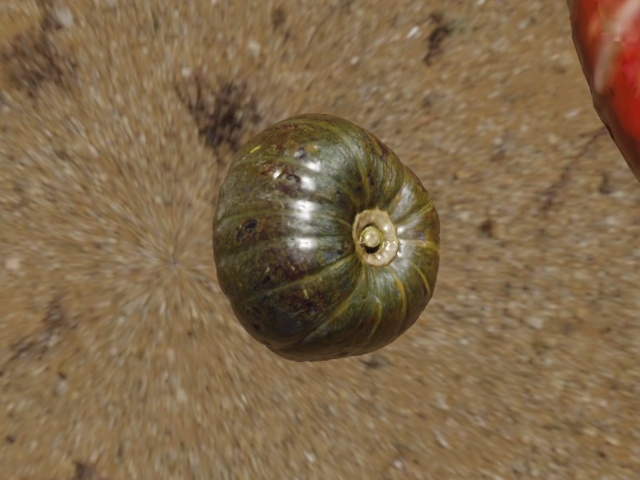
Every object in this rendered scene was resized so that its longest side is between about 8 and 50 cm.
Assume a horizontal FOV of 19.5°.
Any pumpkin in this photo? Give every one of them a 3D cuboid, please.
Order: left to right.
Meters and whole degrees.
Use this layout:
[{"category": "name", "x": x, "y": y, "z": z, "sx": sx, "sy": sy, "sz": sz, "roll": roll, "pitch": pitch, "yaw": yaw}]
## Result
[{"category": "pumpkin", "x": 0.000, "y": 0.000, "z": 1.596, "sx": 0.219, "sy": 0.162, "sz": 0.219, "roll": 16, "pitch": 65, "yaw": -37}]

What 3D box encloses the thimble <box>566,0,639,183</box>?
[{"category": "thimble", "x": 0.281, "y": -0.117, "z": 0.747, "sx": 0.350, "sy": 0.230, "sz": 0.350, "roll": -15, "pitch": 61, "yaw": 29}]
